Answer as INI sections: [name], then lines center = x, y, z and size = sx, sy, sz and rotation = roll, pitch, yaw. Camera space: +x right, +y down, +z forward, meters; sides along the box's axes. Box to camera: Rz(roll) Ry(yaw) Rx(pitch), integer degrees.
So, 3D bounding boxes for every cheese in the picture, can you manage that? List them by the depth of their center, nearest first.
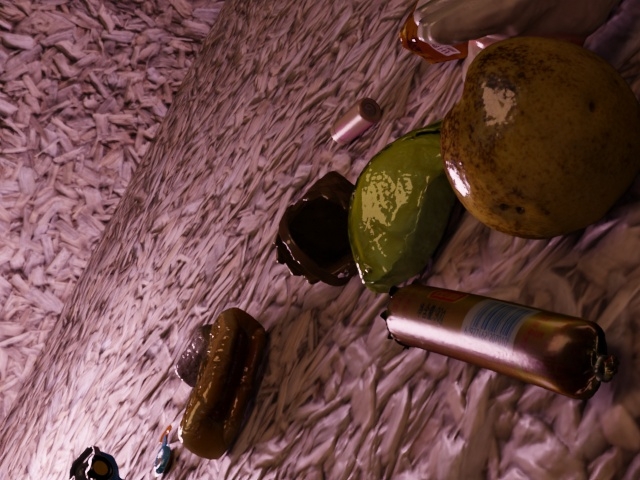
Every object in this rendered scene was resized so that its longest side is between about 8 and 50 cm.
[cheese]
center = -0.260, 0.349, 1.785
size = 0.047, 0.017, 0.111
rotation = -48, 23, 21

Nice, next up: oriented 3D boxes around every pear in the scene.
[pear]
center = 0.209, -0.104, 1.057
size = 0.197, 0.197, 0.197
rotation = -48, 23, 28

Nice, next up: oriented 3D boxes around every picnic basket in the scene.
[picnic basket]
center = 0.000, 0.000, 1.485
size = 0.138, 0.128, 0.178
rotation = -51, 12, 28

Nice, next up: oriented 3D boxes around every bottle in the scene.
[bottle]
center = 0.056, -0.192, 1.746
size = 0.096, 0.045, 0.045
rotation = -36, 31, 53

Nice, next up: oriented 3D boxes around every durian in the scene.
[durian]
center = 0.113, -0.052, 1.348
size = 0.139, 0.101, 0.250
rotation = 17, 75, 33

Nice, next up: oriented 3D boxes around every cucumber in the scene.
[cucumber]
center = -0.197, 0.191, 1.792
size = 0.112, 0.064, 0.064
rotation = -52, 21, 28

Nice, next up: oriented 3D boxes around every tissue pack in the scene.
[tissue pack]
center = 0.216, -0.346, 1.510
size = 0.183, 0.092, 0.226
rotation = -62, 21, -6

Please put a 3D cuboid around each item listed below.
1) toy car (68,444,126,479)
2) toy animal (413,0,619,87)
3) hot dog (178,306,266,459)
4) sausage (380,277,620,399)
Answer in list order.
[toy car]
center = -0.360, 0.444, 1.793
size = 0.097, 0.100, 0.191
rotation = -46, 44, 33
[toy animal]
center = 0.256, -0.259, 1.256
size = 0.266, 0.188, 0.308
rotation = -34, 14, 8
[hot dog]
center = -0.139, 0.205, 1.602
size = 0.073, 0.084, 0.243
rotation = -36, 29, 50
[sausage]
center = 0.168, 0.091, 1.041
size = 0.082, 0.082, 0.371
rotation = -63, 21, -8
